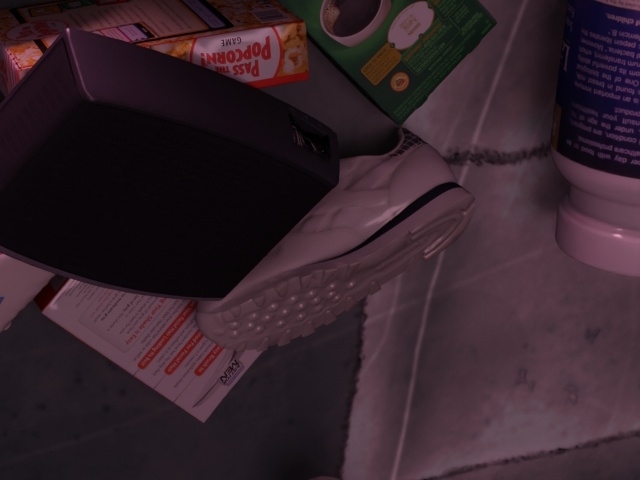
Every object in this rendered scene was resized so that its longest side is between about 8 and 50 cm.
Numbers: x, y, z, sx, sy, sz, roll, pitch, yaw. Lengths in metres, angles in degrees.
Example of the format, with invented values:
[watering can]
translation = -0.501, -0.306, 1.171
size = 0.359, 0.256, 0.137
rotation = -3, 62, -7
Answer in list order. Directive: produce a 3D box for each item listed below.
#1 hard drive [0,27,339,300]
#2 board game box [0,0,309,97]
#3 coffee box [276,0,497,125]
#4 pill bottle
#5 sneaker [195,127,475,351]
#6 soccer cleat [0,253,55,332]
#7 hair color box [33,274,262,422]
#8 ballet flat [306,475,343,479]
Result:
[hard drive]
translation = -0.111, -0.036, 1.120
size = 0.172, 0.054, 0.255
rotation = -44, 144, 23
[board game box]
translation = -0.123, -0.134, 1.165
size = 0.194, 0.147, 0.045
rotation = -12, 115, -17
[coffee box]
translation = 0.035, -0.185, 1.268
size = 0.113, 0.040, 0.184
rotation = -47, 121, 2
[pill bottle]
translation = 0.259, -0.115, 1.324
size = 0.153, 0.153, 0.264
rotation = -4, 112, -21
[sneaker]
translation = 0.000, 0.000, 1.295
size = 0.235, 0.095, 0.090
rotation = -28, 156, -19
[soccer cleat]
translation = -0.253, 0.022, 1.214
size = 0.331, 0.116, 0.143
rotation = -33, 143, -9
[hair color box]
translation = -0.126, 0.054, 1.298
size = 0.167, 0.053, 0.093
rotation = 39, 92, -29
[ballet flat]
translation = 0.033, 0.351, 1.461
size = 0.139, 0.139, 0.400
rotation = -8, 118, -19
